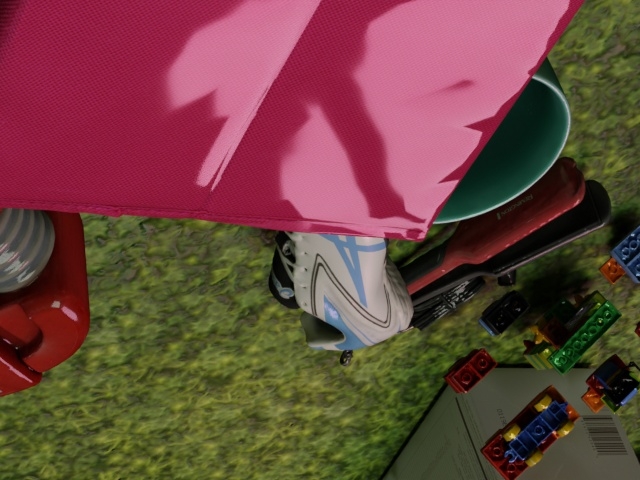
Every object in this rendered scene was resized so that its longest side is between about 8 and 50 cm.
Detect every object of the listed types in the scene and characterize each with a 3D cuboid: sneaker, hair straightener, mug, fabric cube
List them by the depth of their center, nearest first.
[{"bbox_3d":[-0.040,-0.181,0.822,0.259,0.254,0.258,3,139,-30],"label":"fabric cube"},{"bbox_3d":[0.076,-0.097,1.115,0.129,0.097,0.158,-2,139,-23],"label":"mug"},{"bbox_3d":[0.000,0.000,1.214,0.086,0.085,0.237,-25,143,-2],"label":"sneaker"},{"bbox_3d":[0.108,0.028,1.333,0.230,0.047,0.089,-36,141,20],"label":"hair straightener"}]

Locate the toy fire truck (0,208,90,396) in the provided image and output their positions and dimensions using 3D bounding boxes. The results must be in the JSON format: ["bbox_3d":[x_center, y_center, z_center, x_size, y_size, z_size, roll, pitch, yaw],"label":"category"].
[{"bbox_3d":[-0.184,-0.029,1.061,0.246,0.158,0.217,-20,145,17],"label":"toy fire truck"}]

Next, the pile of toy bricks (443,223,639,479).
[{"bbox_3d":[0.180,0.074,1.392,0.212,0.118,0.105,-41,-179,-10],"label":"pile of toy bricks"}]

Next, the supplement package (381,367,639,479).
[{"bbox_3d":[0.137,0.227,1.526,0.134,0.139,0.244,2,139,-27],"label":"supplement package"}]
